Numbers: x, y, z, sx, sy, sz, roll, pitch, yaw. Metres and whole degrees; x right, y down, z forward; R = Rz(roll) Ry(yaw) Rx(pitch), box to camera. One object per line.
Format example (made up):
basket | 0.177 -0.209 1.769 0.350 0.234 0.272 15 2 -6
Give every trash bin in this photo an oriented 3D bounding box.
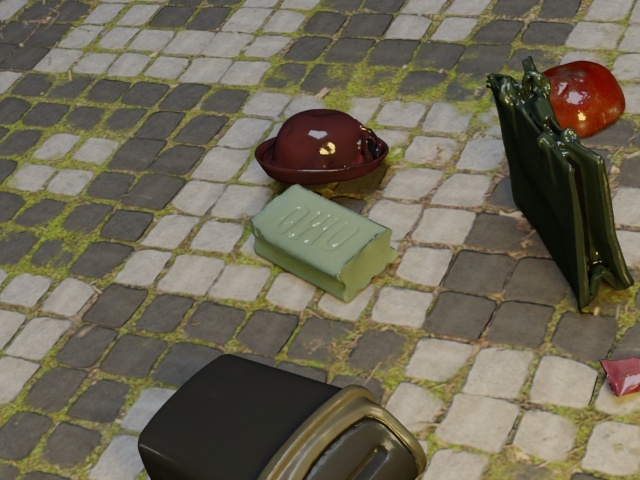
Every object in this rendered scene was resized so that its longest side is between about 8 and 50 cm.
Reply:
trash bin | -0.044 0.253 1.411 0.290 0.182 0.209 16 49 40

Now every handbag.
handbag | 0.303 -0.074 1.611 0.079 0.260 0.247 -22 40 0

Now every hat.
hat | 0.000 -0.150 1.908 0.205 0.089 0.205 -5 22 2

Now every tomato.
tomato | 0.383 -0.224 1.914 0.156 0.069 0.155 -10 40 8

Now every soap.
soap | 0.000 0.000 1.783 0.198 0.063 0.114 25 56 40

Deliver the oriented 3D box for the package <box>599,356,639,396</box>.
package | 0.377 0.157 1.493 0.083 0.029 0.059 -9 42 -5
